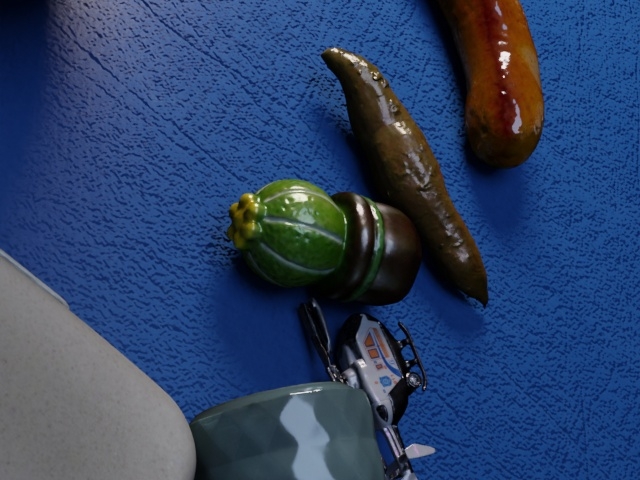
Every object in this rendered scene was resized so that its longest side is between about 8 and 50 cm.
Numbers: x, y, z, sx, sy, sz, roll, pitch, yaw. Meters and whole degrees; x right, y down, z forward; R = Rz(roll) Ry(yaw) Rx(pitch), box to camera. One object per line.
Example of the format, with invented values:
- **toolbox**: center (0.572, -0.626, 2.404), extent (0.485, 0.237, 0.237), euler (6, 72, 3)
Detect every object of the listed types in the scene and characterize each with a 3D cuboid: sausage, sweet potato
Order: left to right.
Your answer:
- **sweet potato**: center (0.080, -0.055, 1.460), extent (0.067, 0.067, 0.274), euler (-31, 92, -42)
- **sausage**: center (0.151, -0.210, 1.582), extent (0.103, 0.076, 0.302), euler (-11, 72, -31)

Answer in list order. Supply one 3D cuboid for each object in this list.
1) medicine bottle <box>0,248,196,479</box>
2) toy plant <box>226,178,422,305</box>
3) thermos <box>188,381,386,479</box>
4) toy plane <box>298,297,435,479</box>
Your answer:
- **medicine bottle**: center (-0.257, 0.119, 1.054), extent (0.375, 0.123, 0.282), euler (40, 41, -19)
- **toy plant**: center (0.000, 0.000, 1.350), extent (0.162, 0.093, 0.093), euler (16, 58, -29)
- **thermos**: center (0.009, 0.251, 1.180), extent (0.182, 0.145, 0.286), euler (-13, 77, -5)
- **toy plane**: center (0.047, 0.133, 1.337), extent (0.078, 0.053, 0.197), euler (-4, 62, -33)
